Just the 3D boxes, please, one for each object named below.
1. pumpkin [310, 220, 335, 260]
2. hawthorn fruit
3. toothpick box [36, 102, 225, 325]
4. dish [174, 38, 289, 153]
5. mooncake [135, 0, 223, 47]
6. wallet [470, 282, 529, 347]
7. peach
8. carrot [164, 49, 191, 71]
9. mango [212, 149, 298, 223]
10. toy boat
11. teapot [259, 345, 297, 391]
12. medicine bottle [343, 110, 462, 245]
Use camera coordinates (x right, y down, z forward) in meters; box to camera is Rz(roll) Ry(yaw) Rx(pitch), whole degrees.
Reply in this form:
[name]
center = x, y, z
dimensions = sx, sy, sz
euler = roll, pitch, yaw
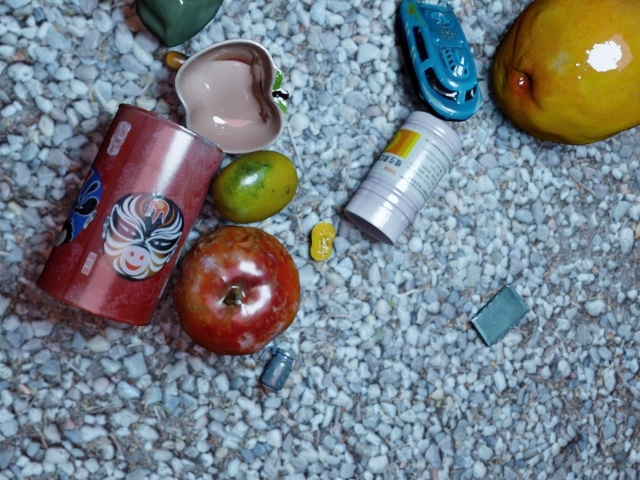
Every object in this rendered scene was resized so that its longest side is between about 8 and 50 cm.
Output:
[pumpkin]
center = 0.001, 0.000, 1.173
dimensions = 0.050, 0.028, 0.083
euler = 7, 99, -16
[hawthorn fruit]
center = -0.150, 0.092, 1.016
dimensions = 0.242, 0.272, 0.242
euler = 0, 95, -4
[toothpick box]
center = -0.324, -0.043, 1.004
dimensions = 0.204, 0.204, 0.333
euler = 25, 85, -13
[dish]
center = -0.160, -0.271, 1.071
dimensions = 0.213, 0.090, 0.213
euler = -4, 116, -9
[mooncake]
center = -0.247, -0.437, 1.031
dimensions = 0.168, 0.175, 0.104
euler = -39, 101, 17
[wallet]
center = 0.396, 0.166, 1.277
dimensions = 0.129, 0.026, 0.088
euler = -40, 104, -10
[peach]
center = 0.509, -0.349, 1.130
dimensions = 0.301, 0.343, 0.343
euler = -10, 94, -16
[carrot]
center = -0.207, -0.313, 1.108
dimensions = 0.190, 0.037, 0.037
euler = 22, 86, -14
[mango]
center = -0.124, -0.096, 1.050
dimensions = 0.151, 0.221, 0.120
euler = -39, 87, 23
[toy boat]
center = 0.243, -0.379, 1.131
dimensions = 0.134, 0.092, 0.299
euler = -5, 66, -17
[teapot]
center = -0.089, 0.256, 1.156
dimensions = 0.049, 0.063, 0.083
euler = 35, 79, -44
[medicine bottle]
center = 0.166, -0.124, 1.158
dimensions = 0.133, 0.133, 0.250
euler = 36, 85, -12
